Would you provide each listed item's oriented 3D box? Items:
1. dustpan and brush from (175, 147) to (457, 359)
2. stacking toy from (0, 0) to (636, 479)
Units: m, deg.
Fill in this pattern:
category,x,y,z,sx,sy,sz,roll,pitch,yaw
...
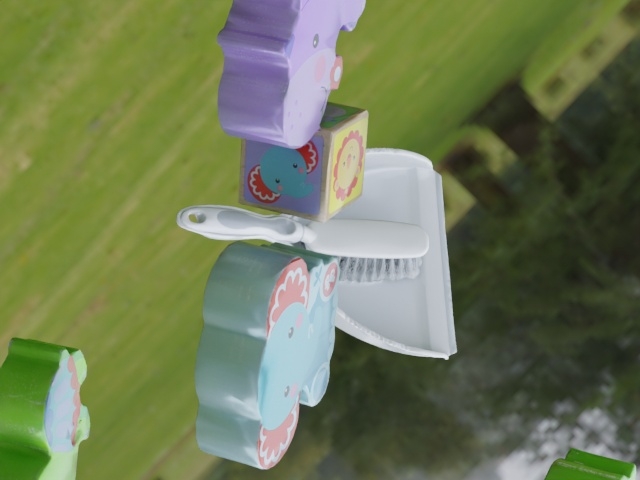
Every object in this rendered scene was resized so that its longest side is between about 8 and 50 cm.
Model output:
category,x,y,z,sx,sy,sz,roll,pitch,yaw
dustpan and brush,0.000,0.000,1.172,0.211,0.147,0.060,3,160,-20
stacking toy,-0.009,-0.009,0.400,0.052,0.167,0.221,-37,134,-59
